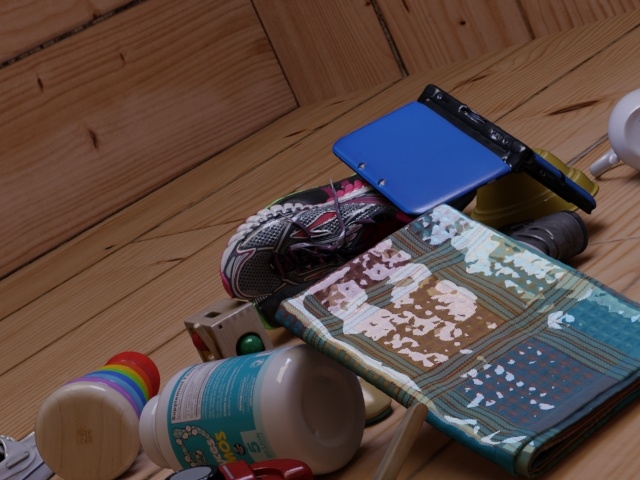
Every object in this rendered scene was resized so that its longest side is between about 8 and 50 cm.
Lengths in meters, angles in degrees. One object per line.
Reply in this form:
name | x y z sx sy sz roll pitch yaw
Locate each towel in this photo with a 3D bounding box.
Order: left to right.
towel | 0.166 0.089 1.544 0.271 0.040 0.370 -32 42 -29

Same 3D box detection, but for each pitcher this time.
pitcher | 0.479 -0.152 2.227 0.178 0.125 0.207 -43 -3 12

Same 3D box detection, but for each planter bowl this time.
planter bowl | 0.312 -0.083 2.280 0.217 0.090 0.217 -23 12 5

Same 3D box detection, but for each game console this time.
game console | 0.202 -0.093 2.104 0.173 0.250 0.293 -53 33 6

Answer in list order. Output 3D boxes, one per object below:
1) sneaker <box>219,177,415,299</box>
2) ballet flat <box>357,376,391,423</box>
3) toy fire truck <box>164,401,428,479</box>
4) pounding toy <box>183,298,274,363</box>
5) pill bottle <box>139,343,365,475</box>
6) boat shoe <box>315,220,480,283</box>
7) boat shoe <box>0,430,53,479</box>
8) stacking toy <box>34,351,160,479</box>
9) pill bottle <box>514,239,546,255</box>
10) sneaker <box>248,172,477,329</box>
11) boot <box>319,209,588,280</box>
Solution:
sneaker | 0.000 0.000 2.058 0.299 0.120 0.112 -25 32 -7
ballet flat | 0.000 0.179 1.799 0.080 0.073 0.232 -32 14 -29
toy fire truck | -0.013 0.249 1.397 0.246 0.158 0.217 -15 10 -11
pounding toy | -0.132 0.147 2.059 0.100 0.130 0.141 -30 13 -22
pill bottle | -0.088 0.205 1.687 0.264 0.146 0.146 -15 15 41
boat shoe | 0.122 0.035 2.132 0.285 0.092 0.103 -28 13 -14
boat shoe | -0.445 0.315 2.047 0.096 0.088 0.267 -17 14 32
stacking toy | -0.292 0.224 2.063 0.141 0.141 0.330 -23 8 8
pill bottle | 0.182 0.096 1.680 0.124 0.124 0.221 -15 16 39
sneaker | 0.059 -0.024 2.299 0.483 0.185 0.202 -35 12 -36
boot | 0.181 0.047 1.995 0.338 0.118 0.223 -4 16 41
